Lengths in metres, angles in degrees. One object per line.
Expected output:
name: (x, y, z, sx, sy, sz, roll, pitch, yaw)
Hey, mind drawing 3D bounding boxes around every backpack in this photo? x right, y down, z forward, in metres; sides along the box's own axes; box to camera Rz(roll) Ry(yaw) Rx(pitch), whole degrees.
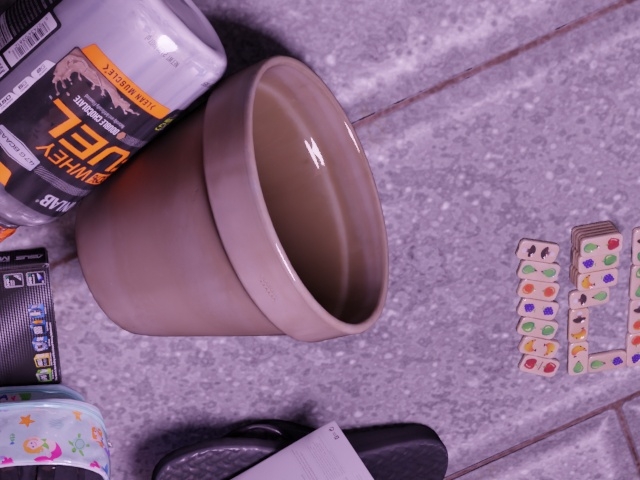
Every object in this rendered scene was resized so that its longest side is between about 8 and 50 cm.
backpack: (-0.372, 0.288, 1.714, 0.225, 0.191, 0.253, -2, 148, -12)

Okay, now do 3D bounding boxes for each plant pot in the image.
plant pot: (-0.114, -0.014, 1.560, 0.280, 0.323, 0.323, -19, 125, 23)

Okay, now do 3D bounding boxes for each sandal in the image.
sandal: (-0.035, 0.320, 1.898, 0.446, 0.107, 0.167, 2, 119, -29)

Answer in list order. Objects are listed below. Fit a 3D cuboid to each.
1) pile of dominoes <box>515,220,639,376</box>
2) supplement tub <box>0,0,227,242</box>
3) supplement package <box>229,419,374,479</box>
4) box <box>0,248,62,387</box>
pile of dominoes: (0.368, 0.094, 1.881, 0.196, 0.040, 0.251, -10, 121, -8)
supplement tub: (-0.285, -0.158, 1.478, 0.338, 0.207, 0.207, -39, 121, 12)
supplement package: (-0.009, 0.382, 1.753, 0.203, 0.194, 0.149, -29, 130, -7)
box: (-0.423, 0.106, 1.699, 0.184, 0.045, 0.190, -6, 121, -12)
